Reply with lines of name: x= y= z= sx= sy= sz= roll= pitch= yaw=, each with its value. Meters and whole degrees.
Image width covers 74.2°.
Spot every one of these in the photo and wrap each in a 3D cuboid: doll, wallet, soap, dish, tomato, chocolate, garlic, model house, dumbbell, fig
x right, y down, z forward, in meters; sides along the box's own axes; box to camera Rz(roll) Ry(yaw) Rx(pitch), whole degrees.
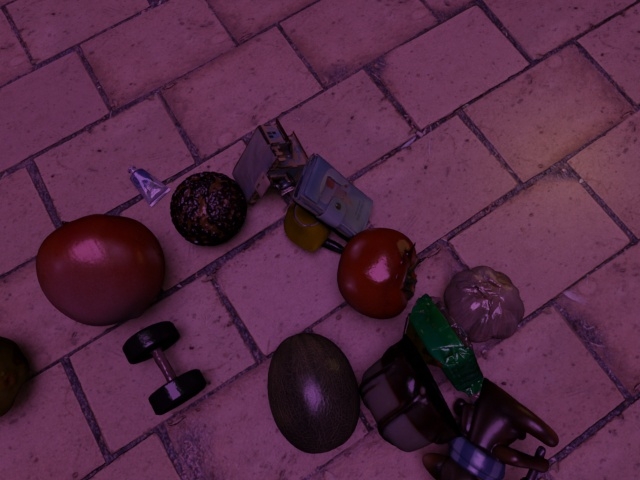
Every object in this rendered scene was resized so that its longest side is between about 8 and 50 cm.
doll: x=0.440 y=0.552 z=1.097 sx=0.318 sy=0.209 sz=0.340 roll=24 pitch=72 yaw=41
wallet: x=0.043 y=-0.121 z=1.263 sx=0.250 sy=0.075 sz=0.176 roll=35 pitch=56 yaw=-26
soap: x=0.329 y=0.273 z=1.074 sx=0.098 sy=0.273 sz=0.218 roll=-34 pitch=51 yaw=5
dish: x=-0.041 y=-0.070 z=1.302 sx=0.149 sy=0.080 sz=0.208 roll=-10 pitch=62 yaw=-10
tomato: x=-0.600 y=0.085 z=1.183 sx=0.321 sy=0.321 sz=0.321 roll=0 pitch=75 yaw=2
chocolate: x=0.211 y=0.408 z=1.085 sx=0.186 sy=0.283 sz=0.283 roll=-28 pitch=76 yaw=1
garlic: x=0.461 y=0.172 z=1.197 sx=0.228 sy=0.152 sz=0.228 roll=3 pitch=62 yaw=-5
model house: x=-0.122 y=-0.236 z=1.323 sx=0.206 sy=0.271 sz=0.178 roll=-18 pitch=70 yaw=-40
tomato: x=0.164 y=0.091 z=1.192 sx=0.224 sy=0.256 sz=0.256 roll=14 pitch=75 yaw=21
dumbbell: x=-0.434 y=0.352 z=1.181 sx=0.152 sy=0.152 sz=0.218 roll=-33 pitch=76 yaw=-7
fig: x=-0.959 y=0.380 z=1.154 sx=0.271 sy=0.239 sz=0.239 roll=-8 pitch=74 yaw=14

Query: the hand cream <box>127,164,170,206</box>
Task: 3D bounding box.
hand cream: x=-0.574 y=-0.188 z=1.390 sx=0.142 sy=0.053 sz=0.084 roll=45 pitch=79 yaw=2

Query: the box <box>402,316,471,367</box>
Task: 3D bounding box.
box: x=0.336 y=0.305 z=1.236 sx=0.193 sy=0.030 sz=0.121 roll=14 pitch=76 yaw=6

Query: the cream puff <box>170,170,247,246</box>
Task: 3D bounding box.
cream puff: x=-0.344 y=-0.101 z=1.288 sx=0.239 sy=0.165 sz=0.239 roll=-2 pitch=81 yaw=12

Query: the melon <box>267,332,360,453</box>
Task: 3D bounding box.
melon: x=-0.021 y=0.392 z=1.115 sx=0.237 sy=0.237 sz=0.302 roll=-18 pitch=70 yaw=-3

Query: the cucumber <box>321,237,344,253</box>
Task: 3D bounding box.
cucumber: x=0.000 y=0.000 z=1.327 sx=0.184 sy=0.033 sz=0.036 roll=20 pitch=54 yaw=10
